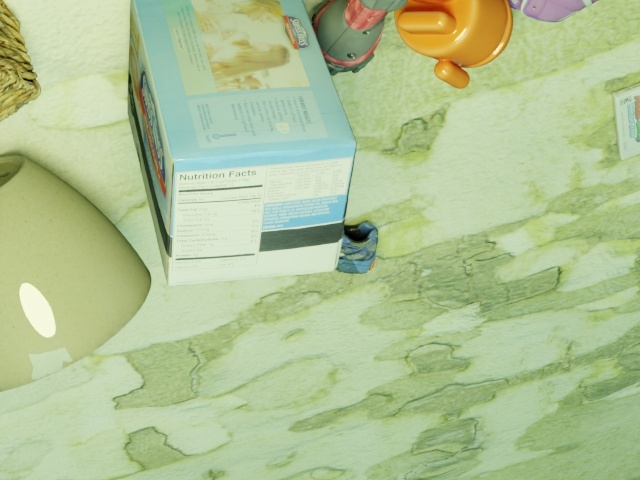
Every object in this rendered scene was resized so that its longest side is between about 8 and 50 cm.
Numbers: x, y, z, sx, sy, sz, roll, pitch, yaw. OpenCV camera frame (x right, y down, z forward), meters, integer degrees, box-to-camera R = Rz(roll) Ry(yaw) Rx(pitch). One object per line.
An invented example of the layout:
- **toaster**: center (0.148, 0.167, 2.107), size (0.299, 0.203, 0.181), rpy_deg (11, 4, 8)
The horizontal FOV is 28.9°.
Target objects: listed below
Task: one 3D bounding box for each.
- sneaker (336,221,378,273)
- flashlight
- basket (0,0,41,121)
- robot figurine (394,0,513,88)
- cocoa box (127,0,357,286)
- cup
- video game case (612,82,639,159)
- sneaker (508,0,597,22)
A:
- **sneaker**: center (0.000, 0.000, 2.036), size (0.221, 0.083, 0.087), rpy_deg (-2, 130, -32)
- **flashlight**: center (0.054, -0.295, 1.579), size (0.103, 0.103, 0.304), rpy_deg (-4, 174, -12)
- **basket**: center (-0.528, -0.226, 1.550), size (0.299, 0.223, 0.213), rpy_deg (-27, 173, 10)
- **robot figurine**: center (0.184, -0.305, 1.686), size (0.128, 0.158, 0.219), rpy_deg (-38, 161, 24)
- **cocoa box**: center (-0.113, -0.149, 1.600), size (0.231, 0.347, 0.228), rpy_deg (-6, 138, -14)
- **cup**: center (-0.434, 0.022, 1.735), size (0.331, 0.331, 0.237), rpy_deg (-21, 116, 2)
- **video game case**: center (0.555, -0.211, 2.046), size (0.143, 0.019, 0.157), rpy_deg (-21, 140, 2)
- **sneaker**: center (0.296, -0.387, 1.685), size (0.161, 0.102, 0.282), rpy_deg (-34, 138, 22)
